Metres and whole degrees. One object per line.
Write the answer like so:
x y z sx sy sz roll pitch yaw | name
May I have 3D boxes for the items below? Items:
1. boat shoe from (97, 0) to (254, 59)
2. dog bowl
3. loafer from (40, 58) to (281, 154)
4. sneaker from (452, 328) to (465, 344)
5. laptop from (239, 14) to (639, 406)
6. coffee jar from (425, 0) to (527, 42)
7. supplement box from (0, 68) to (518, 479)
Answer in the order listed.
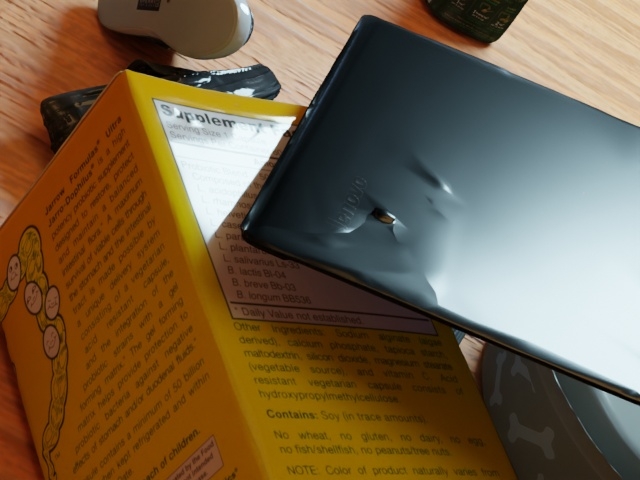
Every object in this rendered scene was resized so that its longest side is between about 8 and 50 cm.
-0.089 -0.171 1.319 0.083 0.065 0.183 10 8 -40 | boat shoe
0.277 0.146 1.373 0.349 0.102 0.349 25 40 -23 | dog bowl
-0.113 -0.102 1.278 0.223 0.076 0.078 -25 80 -48 | loafer
0.081 0.031 1.333 0.091 0.094 0.258 27 30 9 | sneaker
0.154 0.081 1.108 0.382 0.236 0.408 -64 142 -62 | laptop
0.185 -0.281 1.650 0.096 0.184 0.079 26 39 -23 | coffee jar
-0.042 0.102 1.036 0.194 0.195 0.356 8 49 -40 | supplement box
